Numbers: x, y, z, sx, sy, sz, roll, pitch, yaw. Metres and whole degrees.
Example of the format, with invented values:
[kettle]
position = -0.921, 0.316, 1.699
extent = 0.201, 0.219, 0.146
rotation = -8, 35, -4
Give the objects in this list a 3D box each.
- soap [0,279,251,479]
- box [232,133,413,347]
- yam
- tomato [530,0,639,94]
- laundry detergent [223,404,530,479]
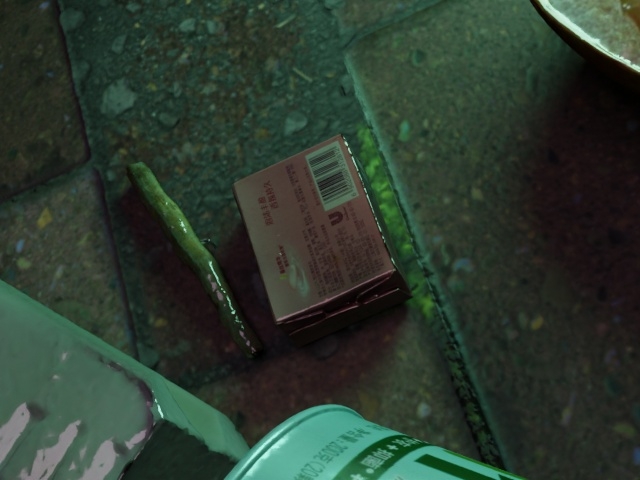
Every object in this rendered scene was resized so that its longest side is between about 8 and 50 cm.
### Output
[soap]
position = -0.241, 0.185, 0.842
extent = 0.302, 0.159, 0.258
rotation = 26, 80, 30
[box]
position = 0.000, 0.000, 0.889
extent = 0.111, 0.060, 0.156
rotation = -23, 58, 9
[yam]
position = -0.109, 0.012, 0.945
extent = 0.027, 0.029, 0.234
rotation = -51, 58, 24
[tomato]
position = 0.325, -0.226, 0.826
extent = 0.338, 0.144, 0.338
rotation = -11, 61, 20
[laundry detergent]
position = 0.093, 0.265, 0.543
extent = 0.305, 0.287, 0.287
rotation = 16, 73, 26
